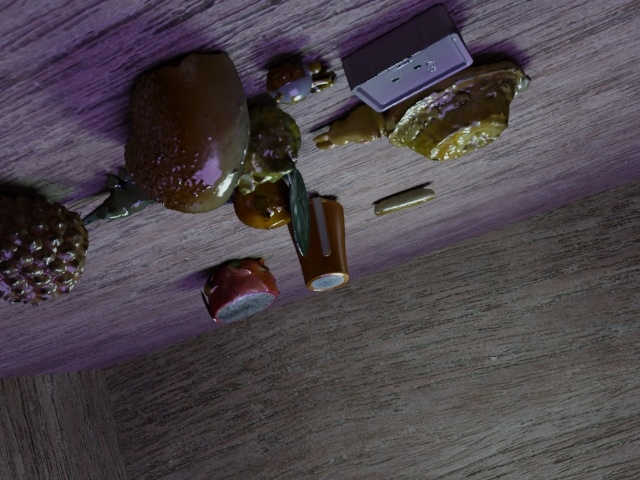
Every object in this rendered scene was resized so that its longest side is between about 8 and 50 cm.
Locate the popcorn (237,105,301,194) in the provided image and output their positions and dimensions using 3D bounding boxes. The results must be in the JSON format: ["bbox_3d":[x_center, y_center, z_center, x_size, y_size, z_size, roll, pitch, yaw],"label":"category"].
[{"bbox_3d":[-0.116,-0.167,1.063,0.173,0.142,0.173,-50,-167,16],"label":"popcorn"}]

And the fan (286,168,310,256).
[{"bbox_3d":[-0.054,-0.112,1.393,0.012,0.294,0.223,-5,-159,11],"label":"fan"}]

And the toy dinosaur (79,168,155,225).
[{"bbox_3d":[-0.393,-0.088,1.178,0.363,0.076,0.147,-23,173,3],"label":"toy dinosaur"}]

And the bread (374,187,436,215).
[{"bbox_3d":[0.283,-0.136,1.937,0.215,0.053,0.073,-17,163,7],"label":"bread"}]

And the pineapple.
[{"bbox_3d":[-0.620,0.004,1.017,0.223,0.222,0.357,-26,157,30],"label":"pineapple"}]

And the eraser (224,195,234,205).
[{"bbox_3d":[-0.262,-0.097,1.419,0.100,0.027,0.019,-12,173,-22],"label":"eraser"}]

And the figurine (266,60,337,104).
[{"bbox_3d":[-0.034,-0.266,0.966,0.102,0.068,0.143,-15,-175,20],"label":"figurine"}]

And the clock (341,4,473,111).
[{"bbox_3d":[0.154,-0.315,1.007,0.197,0.063,0.150,-24,165,23],"label":"clock"}]

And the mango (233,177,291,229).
[{"bbox_3d":[-0.136,-0.088,1.410,0.154,0.125,0.252,-13,174,-4],"label":"mango"}]

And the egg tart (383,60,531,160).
[{"bbox_3d":[0.303,-0.270,1.262,0.342,0.128,0.341,-17,165,-5],"label":"egg tart"}]

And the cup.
[{"bbox_3d":[0.000,0.000,1.702,0.183,0.263,0.226,-9,155,-5],"label":"cup"}]

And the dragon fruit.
[{"bbox_3d":[-0.307,0.174,2.160,0.291,0.189,0.290,-22,161,-8],"label":"dragon fruit"}]

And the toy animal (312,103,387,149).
[{"bbox_3d":[0.056,-0.239,1.216,0.160,0.083,0.070,-13,-162,30],"label":"toy animal"}]

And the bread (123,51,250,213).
[{"bbox_3d":[-0.223,-0.139,0.937,0.171,0.191,0.314,-11,165,-35],"label":"bread"}]
